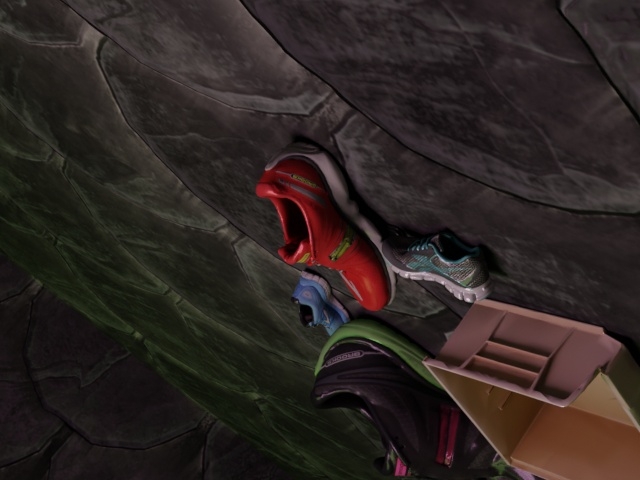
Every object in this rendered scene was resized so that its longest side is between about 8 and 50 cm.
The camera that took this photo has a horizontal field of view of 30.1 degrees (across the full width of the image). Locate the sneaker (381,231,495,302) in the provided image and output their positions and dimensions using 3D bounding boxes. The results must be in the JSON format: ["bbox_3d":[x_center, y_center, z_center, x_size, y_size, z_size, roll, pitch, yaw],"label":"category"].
[{"bbox_3d":[0.149,0.015,1.519,0.166,0.065,0.076,20,138,33],"label":"sneaker"}]

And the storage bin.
[{"bbox_3d":[0.319,0.219,1.576,0.260,0.123,0.262,14,150,49],"label":"storage bin"}]

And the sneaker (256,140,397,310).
[{"bbox_3d":[0.000,0.000,1.589,0.107,0.118,0.279,7,138,52],"label":"sneaker"}]

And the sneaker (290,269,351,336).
[{"bbox_3d":[-0.008,0.120,1.988,0.063,0.073,0.162,19,154,41],"label":"sneaker"}]

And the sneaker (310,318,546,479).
[{"bbox_3d":[0.193,0.321,1.911,0.483,0.202,0.185,30,161,19],"label":"sneaker"}]

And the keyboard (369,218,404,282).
[{"bbox_3d":[0.060,0.000,1.677,0.192,0.038,0.100,19,131,44],"label":"keyboard"}]
